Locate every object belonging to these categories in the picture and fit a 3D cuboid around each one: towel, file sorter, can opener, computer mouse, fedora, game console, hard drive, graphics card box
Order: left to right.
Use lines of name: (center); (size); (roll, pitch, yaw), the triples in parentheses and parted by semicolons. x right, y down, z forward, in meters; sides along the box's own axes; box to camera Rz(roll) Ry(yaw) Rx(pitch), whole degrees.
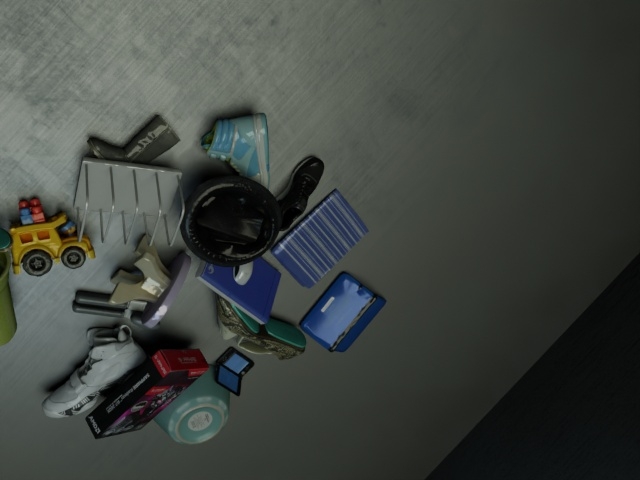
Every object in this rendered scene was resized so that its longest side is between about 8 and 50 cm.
can opener: (-0.657, 0.225, 1.833); (0.281, 0.093, 0.074); (15, 108, -27)
file sorter: (-0.552, -0.097, 1.629); (0.278, 0.173, 0.192); (4, 137, -30)
graphics card box: (-0.581, 0.514, 1.905); (0.371, 0.094, 0.233); (-41, 159, 9)
fedora: (-0.294, -0.079, 1.778); (0.334, 0.152, 0.333); (-12, 122, -21)
game console: (-0.325, 0.500, 2.139); (0.124, 0.085, 0.144); (-45, 126, -1)
hard drive: (-0.271, 0.119, 1.923); (0.319, 0.040, 0.210); (43, 47, -36)
computer mouse: (-0.251, 0.056, 1.899); (0.106, 0.042, 0.192); (28, 56, -47)
towel: (0.000, 0.000, 2.089); (0.336, 0.040, 0.243); (-44, 124, -4)
game console: (0.097, 0.298, 2.290); (0.250, 0.173, 0.293); (39, 94, -5)

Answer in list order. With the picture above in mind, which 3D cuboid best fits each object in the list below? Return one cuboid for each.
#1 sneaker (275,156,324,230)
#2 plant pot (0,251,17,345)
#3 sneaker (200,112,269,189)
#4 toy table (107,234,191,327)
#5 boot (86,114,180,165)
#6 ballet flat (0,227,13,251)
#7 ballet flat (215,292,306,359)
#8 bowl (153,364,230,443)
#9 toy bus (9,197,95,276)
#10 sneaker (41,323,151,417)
sneaker: (-0.066, -0.149, 1.918); (0.107, 0.124, 0.283); (33, 97, -36)
plant pot: (-0.976, 0.177, 1.558); (0.276, 0.276, 0.253); (-13, 132, -21)
sneaker: (-0.267, -0.256, 1.778); (0.209, 0.127, 0.318); (-3, 129, -7)
toy table: (-0.538, 0.120, 1.762); (0.161, 0.274, 0.252); (37, 128, -25)
boot: (-0.540, -0.289, 1.635); (0.209, 0.076, 0.189); (-38, 140, 4)
ballet flat: (-0.910, -0.008, 1.537); (0.073, 0.206, 0.067); (-48, 155, -36)
ballet flat: (-0.255, 0.326, 2.060); (0.182, 0.164, 0.483); (-35, 130, 18)
bowl: (-0.467, 0.634, 2.090); (0.312, 0.163, 0.311); (-12, 120, -21)
toy bus: (-0.783, -0.019, 1.622); (0.221, 0.149, 0.211); (-11, 103, -24)
sneaker: (-0.760, 0.419, 1.850); (0.366, 0.137, 0.210); (-26, 123, -20)
